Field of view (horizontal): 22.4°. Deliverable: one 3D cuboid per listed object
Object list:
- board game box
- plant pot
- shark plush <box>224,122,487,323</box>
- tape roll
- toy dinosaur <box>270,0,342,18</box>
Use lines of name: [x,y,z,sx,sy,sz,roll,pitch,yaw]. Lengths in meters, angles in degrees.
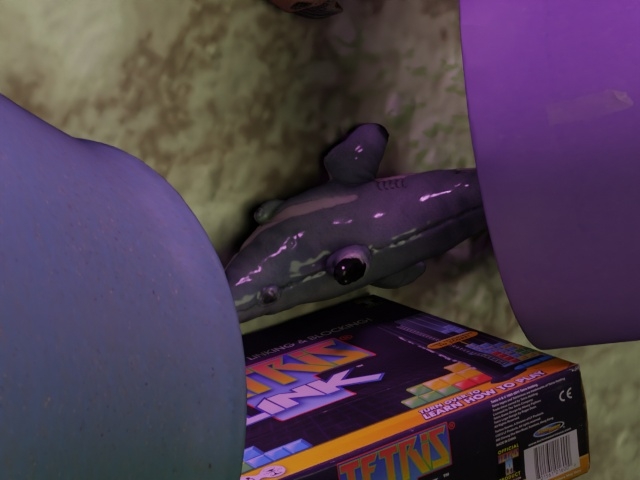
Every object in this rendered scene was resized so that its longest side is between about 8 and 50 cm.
board game box: [-0.008,0.076,0.613,0.170,0.141,0.048,-17,109,-29]
plant pot: [-0.167,0.045,0.448,0.255,0.272,0.271,7,95,-47]
shark plush: [0.000,0.000,0.648,0.161,0.067,0.073,-14,106,-30]
tape roll: [0.115,-0.053,0.642,0.189,0.080,0.189,-7,90,-73]
toy dinosaur: [-0.012,-0.237,0.576,0.200,0.127,0.295,-25,97,11]
